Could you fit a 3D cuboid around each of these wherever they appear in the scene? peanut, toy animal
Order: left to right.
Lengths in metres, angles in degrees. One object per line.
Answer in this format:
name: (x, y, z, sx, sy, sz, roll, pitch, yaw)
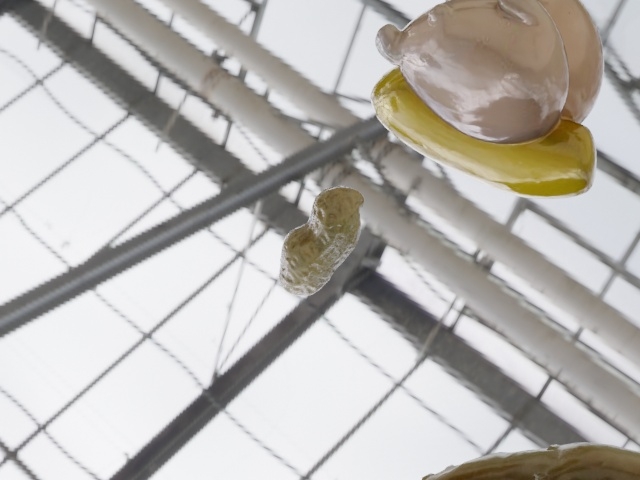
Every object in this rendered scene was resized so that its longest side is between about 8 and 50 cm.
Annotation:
peanut: (0.000, 0.000, 1.010, 0.054, 0.113, 0.054, 26, -153, -15)
toy animal: (0.068, -0.074, 0.471, 0.091, 0.114, 0.082, 14, -111, 35)

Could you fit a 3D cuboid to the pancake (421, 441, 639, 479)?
pancake: (0.109, 0.278, 0.614, 0.082, 0.387, 0.387, 40, -160, -47)
